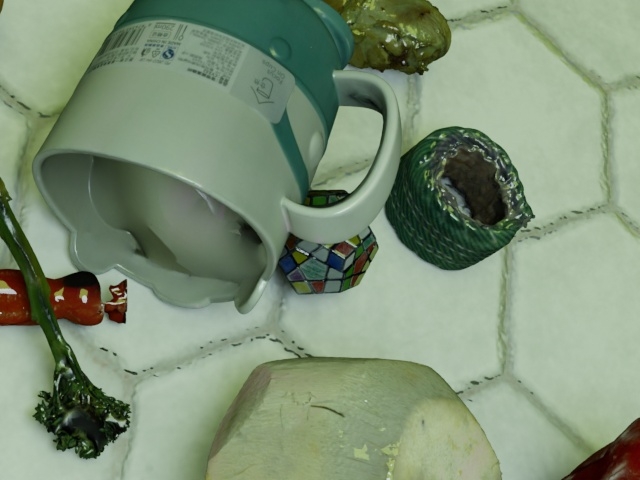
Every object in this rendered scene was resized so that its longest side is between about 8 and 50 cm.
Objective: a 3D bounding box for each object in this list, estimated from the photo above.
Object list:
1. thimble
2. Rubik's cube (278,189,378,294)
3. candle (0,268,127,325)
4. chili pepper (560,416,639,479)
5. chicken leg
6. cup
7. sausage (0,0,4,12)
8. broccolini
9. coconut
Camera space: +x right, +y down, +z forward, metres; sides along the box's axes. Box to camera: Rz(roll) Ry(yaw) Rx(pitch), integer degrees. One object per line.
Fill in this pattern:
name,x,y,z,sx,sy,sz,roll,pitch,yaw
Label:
thimble,0.135,-0.042,1.130,0.118,0.090,0.135,-34,88,-27
Rubik's cube,0.000,0.000,1.054,0.111,0.093,0.111,7,69,-20
candle,-0.321,0.051,0.927,0.329,0.048,0.051,-1,86,-22
chili pepper,0.274,0.227,0.997,0.144,0.253,0.136,-4,53,-16
chicken leg,0.032,-0.245,1.168,0.227,0.088,0.103,32,75,-12
cup,-0.074,-0.091,0.969,0.289,0.219,0.258,13,61,18
sausage,-0.388,-0.124,0.937,0.112,0.112,0.328,33,62,-8
broccolini,-0.233,0.064,0.928,0.057,0.071,0.254,-20,100,14
coconut,0.016,0.202,0.920,0.227,0.230,0.227,6,82,-47
